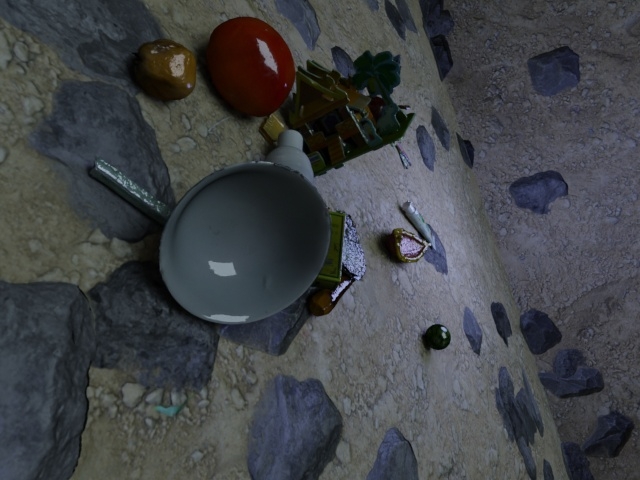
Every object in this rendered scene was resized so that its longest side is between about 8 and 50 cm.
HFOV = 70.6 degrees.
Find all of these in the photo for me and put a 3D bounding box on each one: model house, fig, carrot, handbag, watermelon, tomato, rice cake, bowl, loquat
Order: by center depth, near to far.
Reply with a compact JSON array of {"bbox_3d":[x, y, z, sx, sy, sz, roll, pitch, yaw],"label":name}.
[{"bbox_3d":[-0.344,-0.081,0.863,0.208,0.033,0.033,42,44,-36],"label":"rice cake"},{"bbox_3d":[-0.163,-0.013,0.927,0.345,0.345,0.157,43,0,-36],"label":"bowl"},{"bbox_3d":[-0.332,-0.367,0.970,0.137,0.113,0.137,-8,101,-43],"label":"loquat"},{"bbox_3d":[-0.171,-0.459,1.183,0.260,0.180,0.259,38,45,-51],"label":"tomato"},{"bbox_3d":[-0.139,-0.321,1.294,0.061,0.027,0.083,51,39,-29],"label":"handbag"},{"bbox_3d":[0.059,0.129,1.315,0.314,0.066,0.066,-36,103,-57],"label":"carrot"},{"bbox_3d":[0.067,-0.401,1.332,0.312,0.358,0.242,58,37,-22],"label":"model house"},{"bbox_3d":[0.453,0.367,1.734,0.109,0.109,0.109,31,49,-45],"label":"watermelon"},{"bbox_3d":[0.217,-0.495,1.787,0.148,0.202,0.149,24,89,-32],"label":"fig"}]

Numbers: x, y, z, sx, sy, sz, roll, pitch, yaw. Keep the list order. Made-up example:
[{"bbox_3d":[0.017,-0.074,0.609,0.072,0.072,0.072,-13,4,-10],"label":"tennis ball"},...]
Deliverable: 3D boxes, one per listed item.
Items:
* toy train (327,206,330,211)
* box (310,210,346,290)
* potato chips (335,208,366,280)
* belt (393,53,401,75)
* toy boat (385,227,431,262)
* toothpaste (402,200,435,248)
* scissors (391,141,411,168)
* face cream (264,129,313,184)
[{"bbox_3d":[0.000,0.000,1.310,0.085,0.053,0.249,47,37,-45],"label":"toy train"},{"bbox_3d":[-0.011,0.017,1.207,0.141,0.064,0.220,12,56,-7],"label":"box"},{"bbox_3d":[0.083,0.012,1.368,0.202,0.029,0.220,40,40,-41],"label":"potato chips"},{"bbox_3d":[0.319,-0.795,2.117,0.122,0.128,0.218,46,39,-32],"label":"belt"},{"bbox_3d":[0.331,0.018,1.745,0.318,0.099,0.141,11,68,-56],"label":"toy boat"},{"bbox_3d":[0.445,-0.066,2.000,0.058,0.056,0.314,-53,131,-6],"label":"toothpaste"},{"bbox_3d":[0.371,-0.420,2.099,0.187,0.020,0.133,61,37,-10],"label":"scissors"},{"bbox_3d":[-0.091,-0.152,1.168,0.145,0.145,0.369,33,48,-43],"label":"face cream"}]
